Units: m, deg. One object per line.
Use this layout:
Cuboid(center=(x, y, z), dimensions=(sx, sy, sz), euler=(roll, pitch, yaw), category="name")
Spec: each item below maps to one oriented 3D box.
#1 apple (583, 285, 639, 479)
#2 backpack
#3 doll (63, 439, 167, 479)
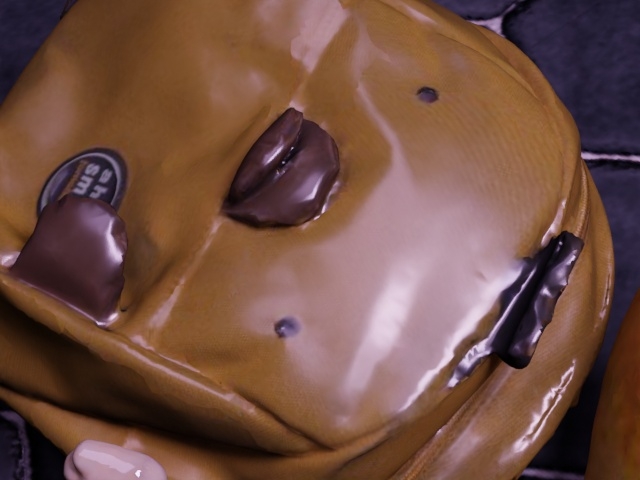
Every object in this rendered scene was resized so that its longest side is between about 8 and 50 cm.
Cuboid(center=(0.279, 0.122, 0.816), dimensions=(0.309, 0.314, 0.252), euler=(10, 6, 11), category="apple")
Cuboid(center=(-0.023, -0.015, 0.952), dimensions=(0.378, 0.201, 0.354), euler=(19, 72, 27), category="backpack")
Cuboid(center=(-0.140, 0.228, 0.801), dimensions=(0.119, 0.154, 0.278), euler=(17, 48, 6), category="doll")
